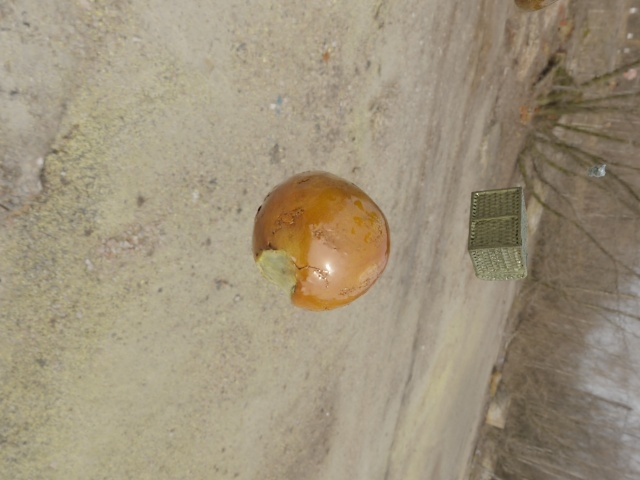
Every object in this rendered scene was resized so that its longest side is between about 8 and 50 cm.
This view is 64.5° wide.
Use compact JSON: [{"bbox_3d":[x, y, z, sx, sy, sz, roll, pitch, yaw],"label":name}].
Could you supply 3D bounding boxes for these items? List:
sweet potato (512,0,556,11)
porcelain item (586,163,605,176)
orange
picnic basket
[{"bbox_3d":[0.487,-0.485,0.831,0.114,0.341,0.092,29,51,-56],"label":"sweet potato"},{"bbox_3d":[0.785,-0.198,1.440,0.083,0.028,0.036,-25,125,-82],"label":"porcelain item"},{"bbox_3d":[0.000,0.000,0.852,0.240,0.239,0.240,-38,135,-52],"label":"orange"},{"bbox_3d":[0.460,-0.013,1.301,0.154,0.134,0.197,55,39,-42],"label":"picnic basket"}]
